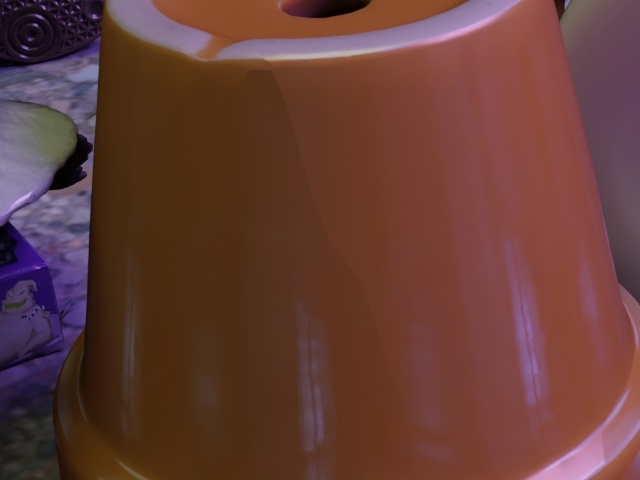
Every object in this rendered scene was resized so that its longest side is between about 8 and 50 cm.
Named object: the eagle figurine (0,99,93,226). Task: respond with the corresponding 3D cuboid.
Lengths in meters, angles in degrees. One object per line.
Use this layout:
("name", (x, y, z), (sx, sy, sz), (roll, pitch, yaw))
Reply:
("eagle figurine", (-0.194, -0.054, 0.526), (0.226, 0.298, 0.225), (19, 55, -7))

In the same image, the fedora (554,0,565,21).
("fedora", (0.071, -0.130, 0.821), (0.194, 0.079, 0.194), (-10, 26, 5))

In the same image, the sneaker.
("sneaker", (-0.220, -0.144, 0.912), (0.188, 0.066, 0.071), (-11, 28, -10))

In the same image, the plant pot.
("plant pot", (0.007, 0.004, 0.475), (0.205, 0.188, 0.205), (-5, 29, 3))

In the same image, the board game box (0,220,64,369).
("board game box", (-0.281, -0.007, 0.698), (0.208, 0.056, 0.347), (-16, 30, -27))

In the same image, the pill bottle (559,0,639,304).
("pill bottle", (0.243, -0.094, 0.611), (0.188, 0.188, 0.334), (14, 34, 32))
